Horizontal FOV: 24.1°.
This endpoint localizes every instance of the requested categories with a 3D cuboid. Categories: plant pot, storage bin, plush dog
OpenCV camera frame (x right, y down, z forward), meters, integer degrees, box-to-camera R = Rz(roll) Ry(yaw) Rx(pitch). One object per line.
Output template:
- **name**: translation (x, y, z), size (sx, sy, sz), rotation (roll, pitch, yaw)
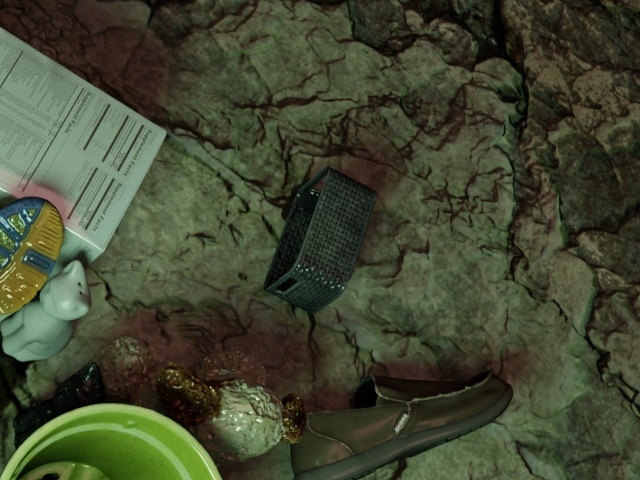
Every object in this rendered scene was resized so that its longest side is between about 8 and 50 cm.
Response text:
- **plant pot**: translation (-0.277, 0.342, 1.773), size (0.276, 0.254, 0.276), rotation (5, 77, -23)
- **storage bin**: translation (0.000, 0.000, 2.135), size (0.084, 0.122, 0.180), rotation (28, 61, -15)
- **plush dog**: translation (-0.146, 0.228, 1.901), size (0.262, 0.225, 0.210), rotation (12, 73, -37)

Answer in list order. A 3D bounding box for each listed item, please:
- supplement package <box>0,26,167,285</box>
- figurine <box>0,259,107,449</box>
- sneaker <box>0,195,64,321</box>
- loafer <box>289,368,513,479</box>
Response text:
- **supplement package**: translation (-0.379, -0.099, 1.934), size (0.263, 0.199, 0.198), rotation (32, 60, -13)
- **figurine**: translation (-0.321, 0.146, 1.863), size (0.092, 0.209, 0.215), rotation (-2, 72, -28)
- **sneaker**: translation (-0.421, 0.061, 1.826), size (0.112, 0.131, 0.296), rotation (35, 97, -19)
- **loafer**: translation (0.111, 0.239, 2.093), size (0.366, 0.134, 0.130), rotation (-17, 80, -31)
